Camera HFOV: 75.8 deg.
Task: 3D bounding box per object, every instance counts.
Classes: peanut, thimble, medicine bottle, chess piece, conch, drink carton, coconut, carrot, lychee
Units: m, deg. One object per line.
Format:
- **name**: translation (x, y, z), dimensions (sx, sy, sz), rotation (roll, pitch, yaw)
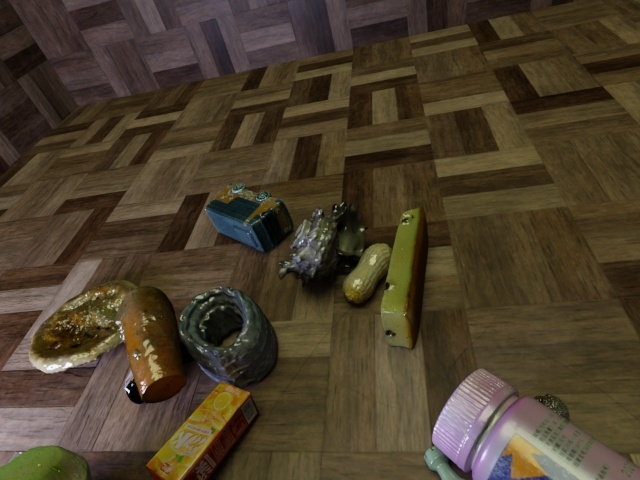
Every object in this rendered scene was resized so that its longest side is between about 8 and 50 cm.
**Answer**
- **peanut**: translation (0.131, 0.083, 1.112), dimensions (0.087, 0.087, 0.207), rotation (18, 53, 34)
- **thimble**: translation (-0.227, 0.234, 1.011), dimensions (0.205, 0.172, 0.236), rotation (-28, 44, -7)
- **medicine bottle**: translation (0.349, 0.362, 0.666), dimensions (0.178, 0.178, 0.290), rotation (-39, 46, -22)
- **chess piece**: translation (0.229, 0.423, 0.734), dimensions (0.067, 0.067, 0.103), rotation (-25, 34, -9)
- **conch**: translation (0.007, -0.003, 1.141), dimensions (0.313, 0.241, 0.186), rotation (-31, 55, -33)
- **drink carton**: translation (-0.238, 0.410, 0.859), dimensions (0.096, 0.071, 0.223), rotation (7, 35, 32)
- **coconut**: translation (-0.544, 0.526, 0.783), dimensions (0.204, 0.236, 0.236), rotation (-3, 35, -26)
- **carrot**: translation (-0.397, 0.227, 0.977), dimensions (0.138, 0.139, 0.302), rotation (-30, 48, -14)
- **lychee**: translation (0.421, 0.324, 0.767), dimensions (0.083, 0.067, 0.068), rotation (2, 61, -6)

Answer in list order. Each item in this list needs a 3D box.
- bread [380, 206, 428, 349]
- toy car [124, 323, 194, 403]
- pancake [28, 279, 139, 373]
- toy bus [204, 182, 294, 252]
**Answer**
- **bread**: translation (0.221, 0.082, 1.045), dimensions (0.077, 0.138, 0.361), rotation (-1, 44, 22)
- **toy car**: translation (-0.417, 0.309, 1.055), dimensions (0.108, 0.089, 0.210), rotation (19, 52, 33)
- **pancake**: translation (-0.694, 0.248, 1.234), dimensions (0.356, 0.065, 0.356), rotation (-9, 39, 7)
- **toy bus**: translation (-0.241, -0.080, 1.380), dimensions (0.275, 0.138, 0.167), rotation (20, 55, 36)
